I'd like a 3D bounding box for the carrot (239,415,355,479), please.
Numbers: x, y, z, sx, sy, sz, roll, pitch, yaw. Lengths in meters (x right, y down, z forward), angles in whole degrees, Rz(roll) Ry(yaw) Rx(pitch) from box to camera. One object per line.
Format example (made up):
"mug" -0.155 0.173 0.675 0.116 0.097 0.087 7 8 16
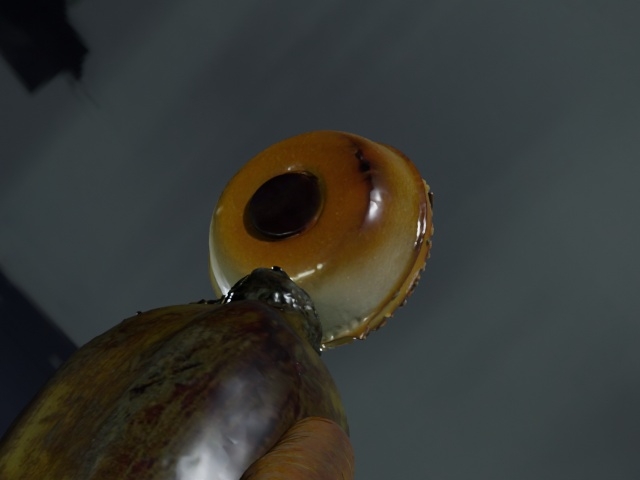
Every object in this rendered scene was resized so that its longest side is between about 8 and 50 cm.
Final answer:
"carrot" -0.014 0.087 0.400 0.043 0.043 0.248 -44 -1 10

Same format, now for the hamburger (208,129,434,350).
"hamburger" 0.001 -0.004 1.330 0.237 0.237 0.147 -43 -40 -4

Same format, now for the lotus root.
"lotus root" -0.101 0.169 0.741 0.397 0.196 0.179 -59 -34 -40
